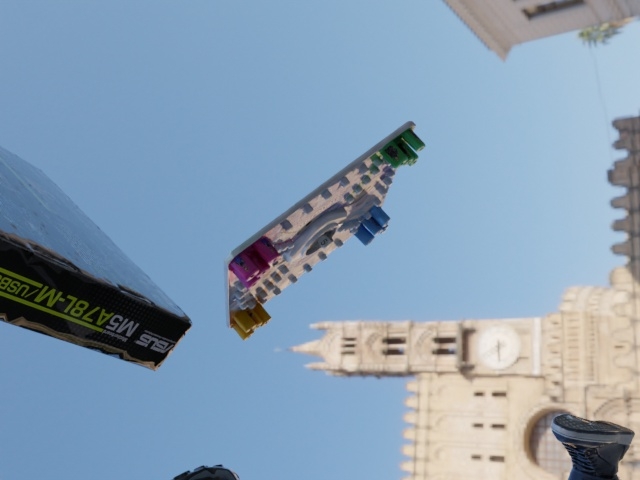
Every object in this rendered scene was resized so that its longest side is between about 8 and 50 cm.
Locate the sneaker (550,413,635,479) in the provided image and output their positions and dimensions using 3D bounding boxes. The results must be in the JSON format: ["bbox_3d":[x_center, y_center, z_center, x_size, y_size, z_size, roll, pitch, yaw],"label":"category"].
[{"bbox_3d":[0.440,0.381,1.321,0.226,0.086,0.163,20,-89,-41],"label":"sneaker"}]

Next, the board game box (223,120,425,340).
[{"bbox_3d":[0.000,0.000,1.391,0.390,0.390,0.050,-37,-103,-18],"label":"board game box"}]

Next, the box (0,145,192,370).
[{"bbox_3d":[-0.183,-0.015,0.440,0.045,0.191,0.184,-52,-29,1],"label":"box"}]

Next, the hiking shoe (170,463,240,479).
[{"bbox_3d":[-0.124,0.398,1.067,0.132,0.113,0.304,55,-179,37],"label":"hiking shoe"}]
